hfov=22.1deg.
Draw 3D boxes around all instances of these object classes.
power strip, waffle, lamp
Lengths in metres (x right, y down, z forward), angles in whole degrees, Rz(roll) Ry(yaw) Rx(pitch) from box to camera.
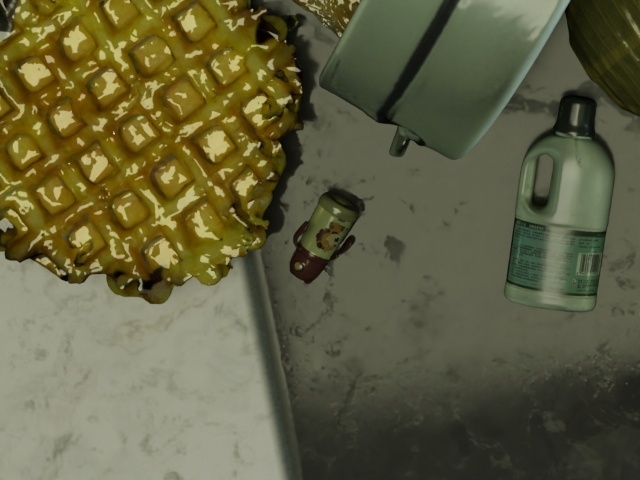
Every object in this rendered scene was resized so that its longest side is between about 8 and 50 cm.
[{"bbox_3d":[0.135,-0.245,1.532,0.161,0.357,0.357,29,104,-3],"label":"power strip"},{"bbox_3d":[-0.208,-0.130,1.790,0.379,0.095,0.382,13,99,7],"label":"waffle"},{"bbox_3d":[0.373,-0.247,1.581,0.284,0.250,0.250,-41,91,23],"label":"lamp"}]

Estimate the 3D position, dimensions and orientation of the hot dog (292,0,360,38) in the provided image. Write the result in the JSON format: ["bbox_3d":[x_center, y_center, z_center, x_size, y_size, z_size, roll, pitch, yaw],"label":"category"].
[{"bbox_3d":[0.056,-0.227,1.727,0.242,0.084,0.073,41,105,2],"label":"hot dog"}]

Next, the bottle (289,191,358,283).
[{"bbox_3d":[0.002,0.001,1.797,0.063,0.047,0.101,27,105,-6],"label":"bottle"}]

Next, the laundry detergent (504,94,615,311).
[{"bbox_3d":[0.256,-0.041,1.732,0.099,0.070,0.226,9,102,15],"label":"laundry detergent"}]
